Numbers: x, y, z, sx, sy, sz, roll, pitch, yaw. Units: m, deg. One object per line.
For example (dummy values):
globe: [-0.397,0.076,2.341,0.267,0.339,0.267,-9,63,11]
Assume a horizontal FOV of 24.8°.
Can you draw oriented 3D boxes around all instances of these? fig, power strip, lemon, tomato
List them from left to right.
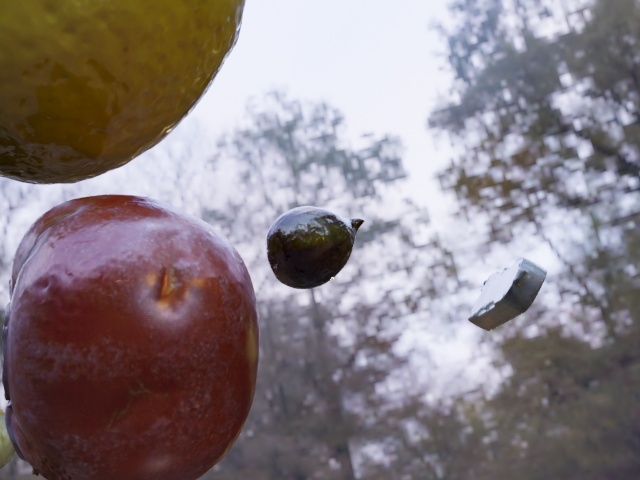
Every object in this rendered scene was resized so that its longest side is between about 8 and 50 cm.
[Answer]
lemon: [-0.219,-0.209,1.201,0.336,0.336,0.336,-11,-21,-4]
tomato: [-0.139,0.076,1.081,0.188,0.232,0.232,3,-24,-11]
fig: [0.000,0.000,1.906,0.154,0.103,0.109,-30,-15,-26]
power strip: [0.268,0.075,2.085,0.048,0.080,0.286,27,-11,1]

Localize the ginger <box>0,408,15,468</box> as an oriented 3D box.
ginger: [-0.437,0.258,1.664,0.116,0.109,0.263,32,-35,-20]
